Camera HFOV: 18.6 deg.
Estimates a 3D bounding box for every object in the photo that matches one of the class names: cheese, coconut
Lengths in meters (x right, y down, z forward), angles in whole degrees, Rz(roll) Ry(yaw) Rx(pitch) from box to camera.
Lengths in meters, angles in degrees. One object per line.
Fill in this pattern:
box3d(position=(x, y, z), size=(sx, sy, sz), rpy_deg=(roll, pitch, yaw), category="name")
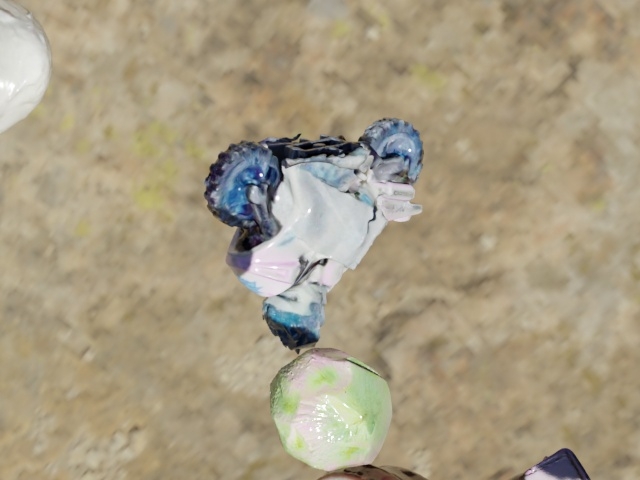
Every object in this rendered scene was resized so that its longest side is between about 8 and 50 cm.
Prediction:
box3d(position=(-0.338, -0.152, 1.704), size=(0.189, 0.198, 0.154), rpy_deg=(22, 83, -18), category="cheese")
box3d(position=(0.006, 0.110, 1.267), size=(0.082, 0.081, 0.083), rpy_deg=(-17, 108, -33), category="coconut")

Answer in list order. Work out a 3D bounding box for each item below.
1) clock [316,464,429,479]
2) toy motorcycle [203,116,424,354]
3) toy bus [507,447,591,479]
box3d(position=(0.067, 0.311, 1.405), size=(0.080, 0.318, 0.318), rpy_deg=(-20, 76, -24), category="clock")
box3d(position=(-0.004, -0.001, 1.753), size=(0.239, 0.108, 0.204), rpy_deg=(-6, 107, -25), category="toy motorcycle")
box3d(position=(0.127, 0.288, 1.802), size=(0.274, 0.112, 0.090), rpy_deg=(-27, 76, 0), category="toy bus")
